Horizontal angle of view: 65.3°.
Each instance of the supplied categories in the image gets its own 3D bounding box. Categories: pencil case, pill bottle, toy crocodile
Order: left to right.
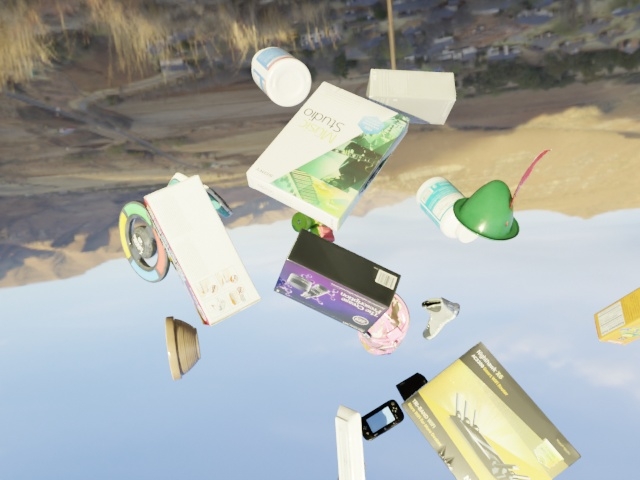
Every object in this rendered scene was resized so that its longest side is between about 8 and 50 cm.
[{"bbox_3d":[-0.116,-0.454,1.359,0.125,0.124,0.221,-8,-146,-19],"label":"pill bottle"},{"bbox_3d":[0.000,0.000,1.549,0.105,0.340,0.115,-25,167,38],"label":"toy crocodile"},{"bbox_3d":[0.187,0.261,1.548,0.160,0.167,0.386,17,166,10],"label":"pencil case"},{"bbox_3d":[0.466,-0.106,1.792,0.146,0.146,0.264,-9,-139,-21],"label":"pill bottle"}]

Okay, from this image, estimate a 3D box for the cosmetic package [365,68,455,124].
[{"bbox_3d":[0.251,-0.407,1.421,0.238,0.107,0.127,4,159,1],"label":"cosmetic package"}]

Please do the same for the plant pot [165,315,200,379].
[{"bbox_3d":[-0.512,0.397,1.876,0.110,0.237,0.237,-7,-175,-14],"label":"plant pot"}]

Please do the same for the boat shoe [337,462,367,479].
[{"bbox_3d":[0.105,0.853,1.746,0.096,0.098,0.277,21,-158,13],"label":"boat shoe"}]

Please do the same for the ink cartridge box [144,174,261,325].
[{"bbox_3d":[-0.286,0.038,1.186,0.130,0.309,0.272,-27,180,-19],"label":"ink cartridge box"}]

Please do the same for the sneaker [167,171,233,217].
[{"bbox_3d":[-0.420,-0.135,1.727,0.276,0.109,0.107,25,166,23],"label":"sneaker"}]

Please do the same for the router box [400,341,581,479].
[{"bbox_3d":[0.376,0.427,1.137,0.243,0.308,0.081,-40,158,3],"label":"router box"}]

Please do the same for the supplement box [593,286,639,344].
[{"bbox_3d":[0.724,0.160,1.119,0.078,0.080,0.233,10,150,-5],"label":"supplement box"}]

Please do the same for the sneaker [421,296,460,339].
[{"bbox_3d":[0.456,0.306,2.052,0.132,0.228,0.086,30,-145,-6],"label":"sneaker"}]

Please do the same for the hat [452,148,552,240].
[{"bbox_3d":[0.438,-0.128,1.211,0.173,0.183,0.208,21,-142,7],"label":"hat"}]

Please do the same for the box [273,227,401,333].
[{"bbox_3d":[0.035,0.105,1.216,0.261,0.103,0.184,25,149,0],"label":"box"}]

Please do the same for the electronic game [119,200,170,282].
[{"bbox_3d":[-0.476,0.005,1.346,0.229,0.229,0.048,-2,-167,42],"label":"electronic game"}]

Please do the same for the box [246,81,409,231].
[{"bbox_3d":[0.022,-0.198,1.112,0.233,0.322,0.058,27,156,16],"label":"box"}]

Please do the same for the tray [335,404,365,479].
[{"bbox_3d":[0.076,0.585,1.325,0.030,0.270,0.145,-1,171,-20],"label":"tray"}]

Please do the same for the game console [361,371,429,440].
[{"bbox_3d":[0.331,0.733,2.119,0.362,0.044,0.213,-33,-135,2],"label":"game console"}]
